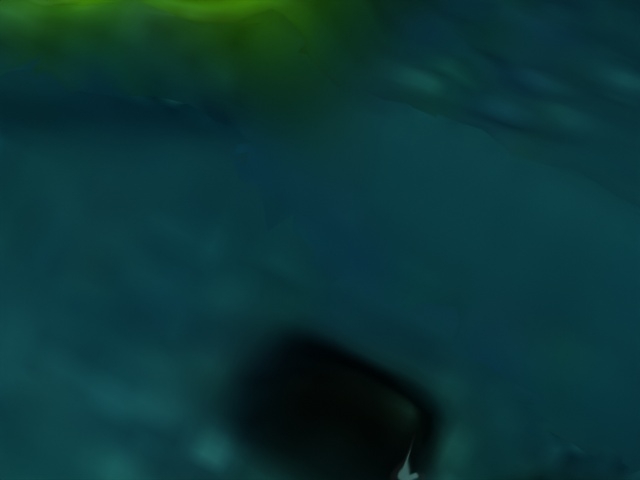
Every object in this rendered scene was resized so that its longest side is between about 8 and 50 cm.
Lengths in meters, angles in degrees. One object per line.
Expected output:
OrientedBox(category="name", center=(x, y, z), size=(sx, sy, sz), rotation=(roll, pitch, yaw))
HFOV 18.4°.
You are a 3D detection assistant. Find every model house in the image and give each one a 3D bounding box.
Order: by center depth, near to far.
OrientedBox(category="model house", center=(0.000, 0.000, 0.467), size=(0.215, 0.303, 0.237), rotation=(-58, -1, 29))
